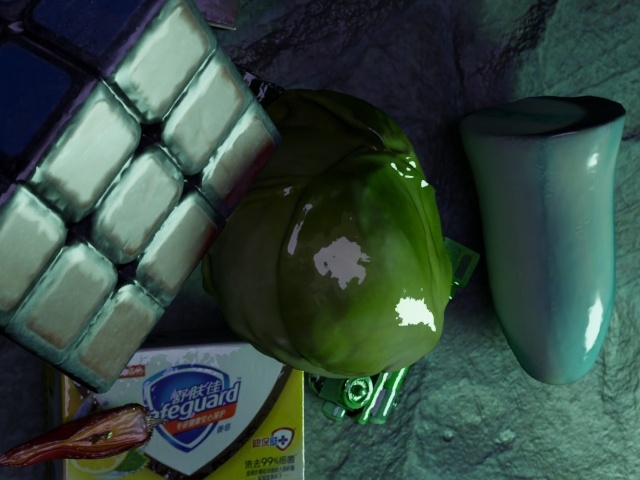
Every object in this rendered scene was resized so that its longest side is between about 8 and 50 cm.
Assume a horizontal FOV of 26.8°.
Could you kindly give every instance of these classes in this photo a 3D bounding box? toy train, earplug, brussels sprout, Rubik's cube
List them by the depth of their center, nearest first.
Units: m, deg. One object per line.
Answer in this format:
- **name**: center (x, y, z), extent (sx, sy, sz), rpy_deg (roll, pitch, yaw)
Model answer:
- **Rubik's cube**: center (-0.262, -0.096, 1.154), extent (0.305, 0.301, 0.303), rpy_deg (-53, 154, -11)
- **brussels sprout**: center (0.002, -0.001, 1.344), extent (0.259, 0.227, 0.294), rpy_deg (-45, 114, -47)
- **toy train**: center (0.081, 0.093, 1.509), extent (0.119, 0.085, 0.251), rpy_deg (25, 90, -39)
- **earplug**: center (0.266, 0.011, 1.533), extent (0.185, 0.185, 0.324), rpy_deg (-15, 108, -21)

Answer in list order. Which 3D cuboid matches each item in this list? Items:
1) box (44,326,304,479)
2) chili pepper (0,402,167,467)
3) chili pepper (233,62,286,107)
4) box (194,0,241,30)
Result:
- **box**: center (-0.154, 0.181, 1.407), extent (0.265, 0.097, 0.168), rpy_deg (-1, 97, -23)
- **chili pepper**: center (-0.237, 0.196, 1.306), extent (0.178, 0.027, 0.045), rpy_deg (-15, 98, -20)
- **chili pepper**: center (-0.117, -0.074, 1.414), extent (0.088, 0.059, 0.226), rpy_deg (31, 86, -28)
- **box**: center (-0.147, -0.391, 1.366), extent (0.180, 0.047, 0.324), rpy_deg (8, 94, -24)
